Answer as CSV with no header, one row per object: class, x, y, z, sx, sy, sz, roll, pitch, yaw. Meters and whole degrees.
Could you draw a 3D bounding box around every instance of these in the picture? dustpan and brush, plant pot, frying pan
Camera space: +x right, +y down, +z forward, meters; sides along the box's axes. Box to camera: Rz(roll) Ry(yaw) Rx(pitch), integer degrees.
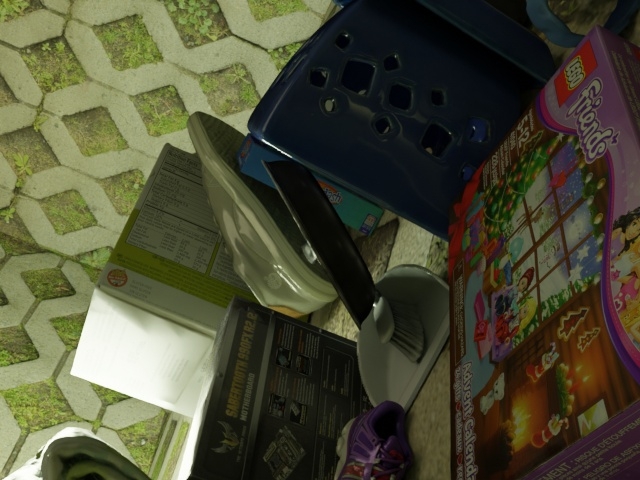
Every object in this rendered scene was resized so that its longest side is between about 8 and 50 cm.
dustpan and brush,0.068,0.073,0.750,0.211,0.060,0.147,-104,38,-71
plant pot,0.077,-0.146,0.719,0.212,0.235,0.236,-61,12,6
frying pan,0.013,0.023,0.773,0.053,0.197,0.326,-30,-24,0

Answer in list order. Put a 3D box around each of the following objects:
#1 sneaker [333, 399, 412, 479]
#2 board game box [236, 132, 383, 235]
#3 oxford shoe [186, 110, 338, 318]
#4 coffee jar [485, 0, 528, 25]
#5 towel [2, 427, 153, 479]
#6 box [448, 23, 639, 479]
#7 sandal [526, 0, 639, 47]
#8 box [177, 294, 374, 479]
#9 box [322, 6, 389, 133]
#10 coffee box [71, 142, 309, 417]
sneaker,0.045,0.206,0.608,0.071,0.068,0.170,-53,18,34
board game box,-0.021,-0.088,1.063,0.047,0.210,0.160,-61,15,8
oxford shoe,-0.120,-0.049,1.145,0.130,0.169,0.449,-50,56,24
coffee jar,0.171,-0.268,0.831,0.184,0.096,0.079,-167,97,-79
towel,-0.103,0.273,0.538,0.090,0.320,0.374,-43,2,-24
box,0.158,0.018,0.462,0.293,0.057,0.201,-80,18,-46
sandal,0.214,-0.268,0.600,0.317,0.126,0.138,-81,13,-52
box,-0.031,0.179,0.705,0.231,0.183,0.056,-85,20,-52
box,0.039,-0.219,1.154,0.345,0.168,0.215,-177,109,-78
coffee box,-0.217,0.095,1.302,0.338,0.338,0.335,126,162,-48
